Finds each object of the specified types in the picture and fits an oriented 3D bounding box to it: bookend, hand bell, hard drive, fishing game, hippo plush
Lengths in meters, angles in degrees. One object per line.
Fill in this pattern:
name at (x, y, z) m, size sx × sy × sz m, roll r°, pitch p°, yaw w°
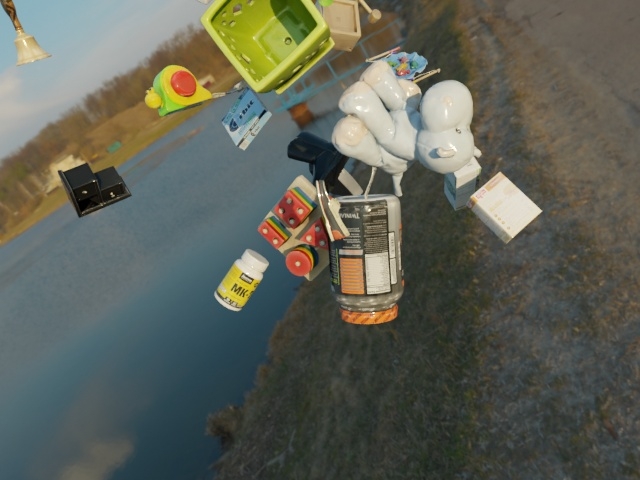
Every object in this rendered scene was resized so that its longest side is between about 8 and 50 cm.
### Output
bookend at (-0.608, -0.152, 1.413) m, size 0.157 × 0.072 × 0.156 m, roll -28°, pitch -12°, yaw -25°
hand bell at (-1.056, -0.748, 1.814) m, size 0.126 × 0.242 × 0.126 m, roll -12°, pitch 26°, yaw 6°
hard drive at (0.063, -0.257, 2.226) m, size 0.171 × 0.254 × 0.054 m, roll 13°, pitch 76°, yaw 31°
fishing game at (0.258, -0.585, 1.727) m, size 0.189 × 0.041 × 0.264 m, roll -24°, pitch 43°, yaw -7°
hippo plush at (0.177, -0.210, 1.042) m, size 0.234 × 0.295 × 0.236 m, roll -10°, pitch 18°, yaw -40°

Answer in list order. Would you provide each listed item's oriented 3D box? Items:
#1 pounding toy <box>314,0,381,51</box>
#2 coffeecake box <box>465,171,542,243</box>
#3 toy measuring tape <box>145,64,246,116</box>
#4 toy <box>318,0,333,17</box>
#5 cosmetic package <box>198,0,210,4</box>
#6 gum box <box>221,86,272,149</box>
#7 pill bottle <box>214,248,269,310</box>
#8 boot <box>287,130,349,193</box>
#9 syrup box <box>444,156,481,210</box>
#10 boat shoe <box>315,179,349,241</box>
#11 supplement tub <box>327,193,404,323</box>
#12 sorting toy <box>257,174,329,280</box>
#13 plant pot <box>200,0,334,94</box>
pounding toy at (0.081, -0.696, 1.639) m, size 0.205 × 0.181 × 0.094 m, roll 1°, pitch -16°, yaw -20°
coffeecake box at (0.594, -0.107, 1.693) m, size 0.142 × 0.185 × 0.068 m, roll -38°, pitch -15°, yaw -13°
toy measuring tape at (-0.347, -0.432, 1.431) m, size 0.121 × 0.122 × 0.330 m, roll -13°, pitch 16°, yaw 45°
toy at (0.009, -0.743, 1.429) m, size 0.056 × 0.137 × 0.238 m, roll -5°, pitch 66°, yaw -1°
cosmetic package at (-0.475, -0.882, 1.444) m, size 0.162 × 0.452 × 0.230 m, roll -62°, pitch -3°, yaw -30°
gum box at (-0.258, -0.422, 1.792) m, size 0.157 × 0.041 × 0.184 m, roll -49°, pitch 46°, yaw 15°
pill bottle at (-0.286, 0.142, 1.902) m, size 0.209 × 0.119 × 0.119 m, roll -56°, pitch 18°, yaw 9°
boot at (-0.032, -0.271, 1.839) m, size 0.207 × 0.094 × 0.247 m, roll 20°, pitch 63°, yaw 21°
syrup box at (0.517, -0.217, 1.907) m, size 0.096 × 0.237 × 0.093 m, roll -23°, pitch 61°, yaw 2°
boat shoe at (0.023, -0.066, 1.099) m, size 0.043 × 0.137 × 0.049 m, roll -17°, pitch 14°, yaw 4°
supplement tub at (0.125, 0.046, 1.445) m, size 0.206 × 0.339 × 0.207 m, roll -3°, pitch 9°, yaw 1°
sorting toy at (-0.059, -0.022, 1.634) m, size 0.257 × 0.255 × 0.089 m, roll -47°, pitch -4°, yaw 34°
plant pot at (-0.108, -0.500, 1.257) m, size 0.227 × 0.228 × 0.207 m, roll -38°, pitch -3°, yaw 15°
